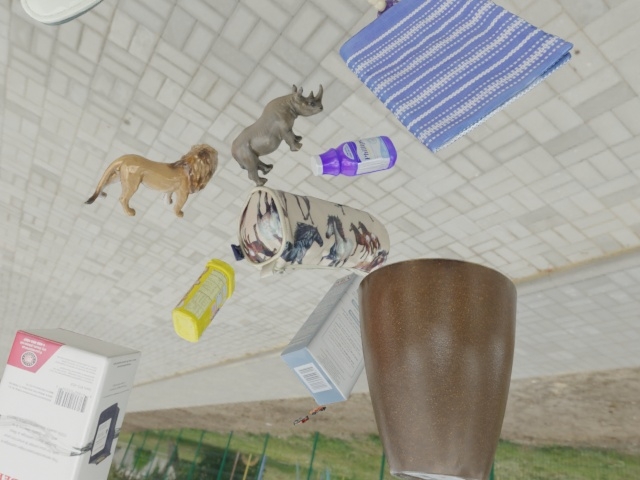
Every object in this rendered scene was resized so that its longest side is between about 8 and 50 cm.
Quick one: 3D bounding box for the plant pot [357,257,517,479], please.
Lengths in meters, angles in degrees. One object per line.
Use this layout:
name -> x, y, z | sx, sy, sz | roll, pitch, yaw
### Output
plant pot -> 0.146, 0.175, 0.569 | 0.215, 0.231, 0.215 | 6, 149, 4

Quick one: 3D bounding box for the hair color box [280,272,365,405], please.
hair color box -> 0.061, 0.271, 1.314 | 0.113, 0.374, 0.185 | -28, 102, 40

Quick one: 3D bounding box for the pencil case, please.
pencil case -> 0.000, 0.000, 1.022 | 0.159, 0.184, 0.410 | -6, 171, 40

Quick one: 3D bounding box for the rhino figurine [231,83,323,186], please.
rhino figurine -> -0.082, -0.231, 0.919 | 0.106, 0.243, 0.073 | 43, -176, -27

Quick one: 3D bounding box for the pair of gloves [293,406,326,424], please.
pair of gloves -> -0.027, 0.435, 1.109 | 0.083, 0.010, 0.074 | -20, 167, -31

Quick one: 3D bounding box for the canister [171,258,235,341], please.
canister -> -0.280, 0.145, 1.079 | 0.073, 0.170, 0.126 | 22, 137, 9

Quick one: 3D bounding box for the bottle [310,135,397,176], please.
bottle -> 0.109, -0.273, 1.488 | 0.282, 0.118, 0.092 | -13, 152, -15

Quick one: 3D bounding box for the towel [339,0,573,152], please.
towel -> 0.191, -0.309, 0.728 | 0.243, 0.336, 0.040 | -35, 142, 6

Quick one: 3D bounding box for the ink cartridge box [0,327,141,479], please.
ink cartridge box -> -0.417, 0.278, 0.717 | 0.171, 0.238, 0.100 | 12, 174, 11

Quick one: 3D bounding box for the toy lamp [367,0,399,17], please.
toy lamp -> 0.082, -0.631, 1.083 | 0.274, 0.080, 0.080 | 19, 153, -36

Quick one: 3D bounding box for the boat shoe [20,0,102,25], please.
boat shoe -> -0.392, -0.491, 0.803 | 0.116, 0.320, 0.099 | 36, 167, -9

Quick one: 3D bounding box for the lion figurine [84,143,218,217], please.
lion figurine -> -0.509, -0.200, 1.395 | 0.391, 0.142, 0.240 | -7, 136, -49
